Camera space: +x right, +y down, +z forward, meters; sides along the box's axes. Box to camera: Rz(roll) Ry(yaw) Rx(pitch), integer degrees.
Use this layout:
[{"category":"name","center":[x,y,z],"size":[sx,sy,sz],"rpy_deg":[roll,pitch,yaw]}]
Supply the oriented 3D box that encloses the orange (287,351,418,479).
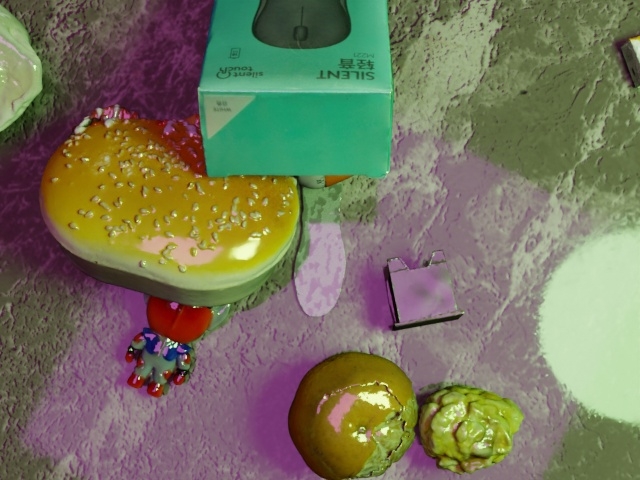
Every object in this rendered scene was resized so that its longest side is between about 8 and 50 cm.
[{"category":"orange","center":[0.039,0.204,1.011],"size":[0.157,0.134,0.156],"rpy_deg":[-2,104,-8]}]

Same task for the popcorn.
[{"category":"popcorn","center":[0.171,0.224,1.010],"size":[0.116,0.121,0.106],"rpy_deg":[21,96,36]}]

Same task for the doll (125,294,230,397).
[{"category":"doll","center":[-0.176,0.097,1.061],"size":[0.104,0.062,0.194],"rpy_deg":[25,92,16]}]

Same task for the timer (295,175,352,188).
[{"category":"timer","center":[0.012,-0.135,1.060],"size":[0.136,0.099,0.136],"rpy_deg":[0,82,3]}]

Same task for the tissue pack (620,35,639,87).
[{"category":"tissue pack","center":[0.432,-0.236,1.089],"size":[0.083,0.042,0.062],"rpy_deg":[-17,81,-1]}]

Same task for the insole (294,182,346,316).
[{"category":"insole","center":[0.000,0.000,1.092],"size":[0.065,0.006,0.193],"rpy_deg":[1,83,2]}]

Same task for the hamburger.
[{"category":"hamburger","center":[-0.173,-0.043,0.996],"size":[0.295,0.151,0.227],"rpy_deg":[16,47,0]}]

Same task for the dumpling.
[{"category":"dumpling","center":[-0.456,-0.225,1.079],"size":[0.252,0.131,0.179],"rpy_deg":[43,108,17]}]

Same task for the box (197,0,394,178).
[{"category":"box","center":[-0.022,-0.214,0.987],"size":[0.205,0.118,0.311],"rpy_deg":[-1,47,3]}]

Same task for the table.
[{"category":"table","center":[0.123,0.061,1.051],"size":[0.083,0.070,0.082],"rpy_deg":[-10,79,1]}]
